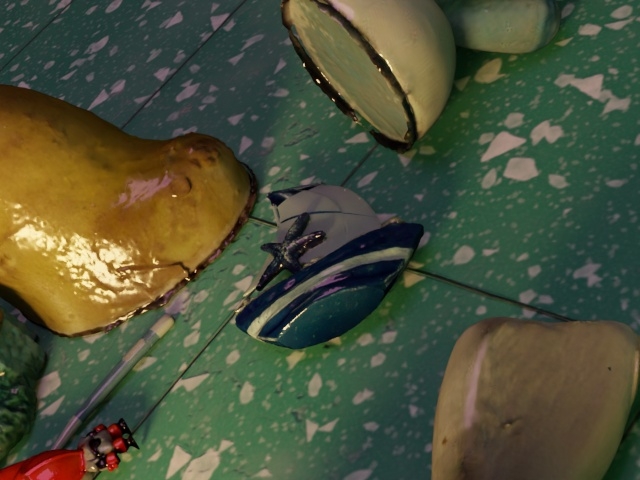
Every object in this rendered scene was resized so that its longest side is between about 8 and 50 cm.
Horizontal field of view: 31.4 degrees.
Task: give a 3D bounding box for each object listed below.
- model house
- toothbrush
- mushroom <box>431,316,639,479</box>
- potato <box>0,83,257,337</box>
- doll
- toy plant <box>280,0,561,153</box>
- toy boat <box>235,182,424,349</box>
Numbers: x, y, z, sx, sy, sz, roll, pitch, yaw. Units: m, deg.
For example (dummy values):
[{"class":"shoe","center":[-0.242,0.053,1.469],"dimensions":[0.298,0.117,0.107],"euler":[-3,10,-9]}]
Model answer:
[{"class":"model house","center":[-0.499,0.144,1.335],"dimensions":[0.261,0.241,0.226],"euler":[-19,37,20]},{"class":"toothbrush","center":[-0.261,0.184,1.283],"dimensions":[0.019,0.025,0.275],"euler":[18,61,48]},{"class":"mushroom","center":[0.150,0.200,0.875],"dimensions":[0.159,0.122,0.328],"euler":[-16,40,37]},{"class":"potato","center":[-0.327,-0.072,1.402],"dimensions":[0.397,0.296,0.290],"euler":[-11,44,31]},{"class":"doll","center":[-0.275,0.246,1.198],"dimensions":[0.169,0.057,0.109],"euler":[-35,40,-5]},{"class":"toy plant","center":[0.145,-0.290,1.340],"dimensions":[0.332,0.247,0.247],"euler":[-41,37,-12]},{"class":"toy boat","center":[-0.021,0.020,1.253],"dimensions":[0.210,0.070,0.291],"euler":[-39,33,-14]}]
